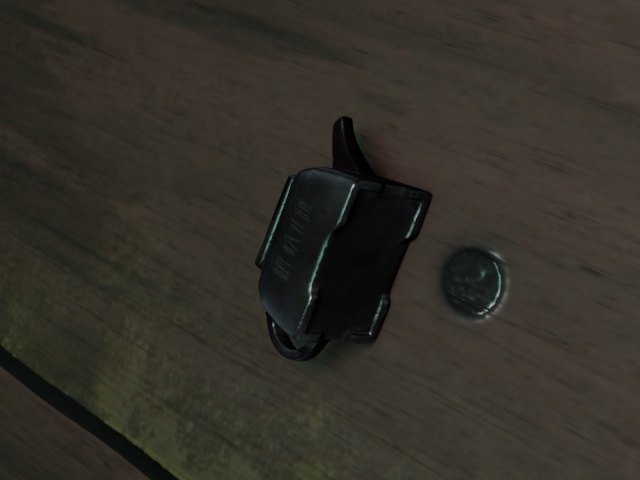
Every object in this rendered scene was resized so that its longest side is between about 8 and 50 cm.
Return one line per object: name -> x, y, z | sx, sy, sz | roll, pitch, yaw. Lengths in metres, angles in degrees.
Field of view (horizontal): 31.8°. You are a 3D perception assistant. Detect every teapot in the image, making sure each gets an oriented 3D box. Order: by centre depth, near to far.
teapot -> 0.000, 0.000, 0.801 | 0.096, 0.087, 0.177 | 30, 106, 39
